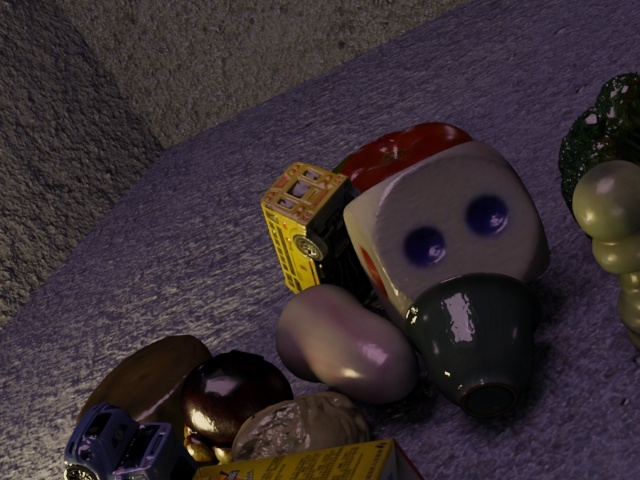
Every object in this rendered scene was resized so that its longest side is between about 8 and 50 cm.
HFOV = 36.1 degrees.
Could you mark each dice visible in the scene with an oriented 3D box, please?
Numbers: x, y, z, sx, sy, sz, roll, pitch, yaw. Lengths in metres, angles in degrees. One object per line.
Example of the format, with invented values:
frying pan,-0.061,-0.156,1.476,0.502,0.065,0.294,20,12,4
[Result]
dice,0.195,-0.002,1.553,0.251,0.243,0.259,-26,-7,-4

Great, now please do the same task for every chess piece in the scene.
chess piece,0.411,0.009,1.264,0.144,0.251,0.144,-31,20,13

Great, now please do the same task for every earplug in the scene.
earplug,0.063,0.177,1.548,0.172,0.172,0.301,-40,21,-14

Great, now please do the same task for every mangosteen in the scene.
mangosteen,-0.147,0.297,1.627,0.194,0.194,0.230,-1,68,57

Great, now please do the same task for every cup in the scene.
cup,0.221,0.164,1.365,0.199,0.199,0.150,-27,40,21

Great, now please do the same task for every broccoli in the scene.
broccoli,0.497,-0.121,1.500,0.269,0.269,0.254,-15,33,43

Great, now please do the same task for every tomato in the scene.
tomato,0.181,-0.079,1.857,0.298,0.226,0.298,-20,26,11

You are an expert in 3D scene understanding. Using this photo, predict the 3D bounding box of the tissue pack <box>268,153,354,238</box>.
tissue pack,0.064,-0.052,2.062,0.275,0.167,0.200,-45,22,-25

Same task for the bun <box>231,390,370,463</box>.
bun,-0.034,0.293,1.464,0.210,0.116,0.237,-18,7,6

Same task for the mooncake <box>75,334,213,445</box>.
mooncake,-0.300,0.320,1.811,0.290,0.161,0.290,-28,22,12

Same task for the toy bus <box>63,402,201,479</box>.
toy bus,-0.238,0.364,1.427,0.133,0.292,0.125,-22,24,25

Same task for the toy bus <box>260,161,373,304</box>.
toy bus,0.002,0.019,1.765,0.152,0.330,0.144,25,60,29

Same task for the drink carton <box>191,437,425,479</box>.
drink carton,-0.024,0.365,1.287,0.351,0.154,0.111,-18,26,39
